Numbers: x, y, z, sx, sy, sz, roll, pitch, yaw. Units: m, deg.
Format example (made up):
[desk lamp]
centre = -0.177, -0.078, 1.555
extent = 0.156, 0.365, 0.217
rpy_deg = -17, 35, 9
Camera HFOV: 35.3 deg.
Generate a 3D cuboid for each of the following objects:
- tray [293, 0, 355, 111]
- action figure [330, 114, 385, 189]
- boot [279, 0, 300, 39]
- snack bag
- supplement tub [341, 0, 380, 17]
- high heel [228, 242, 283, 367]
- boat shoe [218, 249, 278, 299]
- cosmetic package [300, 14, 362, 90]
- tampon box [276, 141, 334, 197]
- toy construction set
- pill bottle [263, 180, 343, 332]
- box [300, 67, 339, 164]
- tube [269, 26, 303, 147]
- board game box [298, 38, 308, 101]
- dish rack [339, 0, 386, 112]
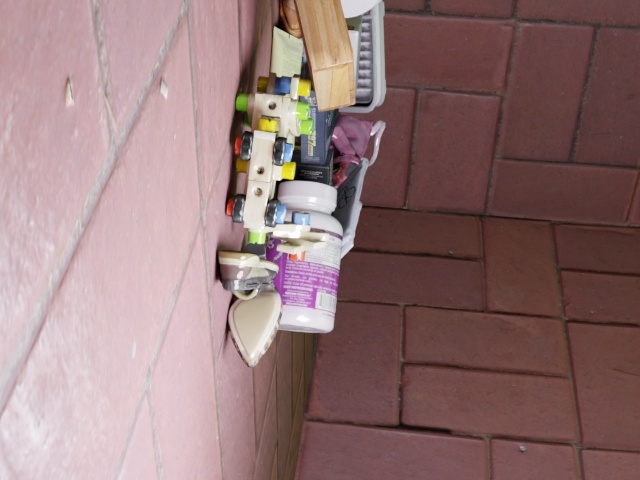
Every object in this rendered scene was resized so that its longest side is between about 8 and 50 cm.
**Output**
[tray]
centre = -0.018, -0.445, 1.691
extent = 0.203, 0.076, 0.410
rpy_deg = 77, 0, -78
[action figure]
centre = 0.055, -0.189, 2.656
extent = 0.370, 0.276, 0.248
rpy_deg = -113, -149, -68
[boot]
centre = -0.054, -0.509, 2.079
extent = 0.197, 0.073, 0.152
rpy_deg = -83, -176, -46
[snack bag]
centre = 0.000, 0.000, 2.361
extent = 0.323, 0.037, 0.342
rpy_deg = -47, -164, 32
[supplement tub]
centre = 0.065, -0.662, 2.360
extent = 0.316, 0.228, 0.228
rpy_deg = -78, 171, -60
[high heel]
centre = -0.109, 0.156, 1.800
extent = 0.186, 0.093, 0.261
rpy_deg = 87, 3, -48
[boat shoe]
centre = -0.124, 0.060, 1.643
extent = 0.223, 0.080, 0.073
rpy_deg = 40, 60, -79
[cosmetic package]
centre = 0.022, -0.465, 2.522
extent = 0.151, 0.152, 0.183
rpy_deg = -79, 173, -62
[tampon box]
centre = -0.035, -0.133, 2.317
extent = 0.101, 0.120, 0.161
rpy_deg = -77, 171, -53
[toy construction set]
centre = -0.077, -0.117, 1.682
extent = 0.215, 0.151, 0.327
rpy_deg = -64, 148, -80
[pill bottle]
centre = -0.041, 0.035, 2.095
extent = 0.169, 0.169, 0.301
rpy_deg = 74, 21, -79
[box]
centre = 0.001, -0.304, 2.207
extent = 0.232, 0.059, 0.183
rpy_deg = -77, 169, -53
[tube]
centre = -0.073, -0.299, 2.012
extent = 0.070, 0.062, 0.240
rpy_deg = 121, -26, -83
[board game box]
centre = -0.052, -0.365, 2.251
extent = 0.194, 0.060, 0.194
rpy_deg = -75, 170, -68
[dish rack]
centre = 0.086, -0.511, 2.679
extent = 0.285, 0.072, 0.332
rpy_deg = 13, -72, 55
